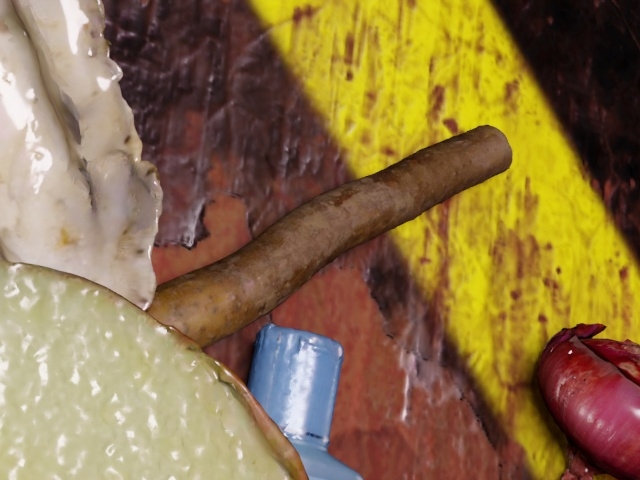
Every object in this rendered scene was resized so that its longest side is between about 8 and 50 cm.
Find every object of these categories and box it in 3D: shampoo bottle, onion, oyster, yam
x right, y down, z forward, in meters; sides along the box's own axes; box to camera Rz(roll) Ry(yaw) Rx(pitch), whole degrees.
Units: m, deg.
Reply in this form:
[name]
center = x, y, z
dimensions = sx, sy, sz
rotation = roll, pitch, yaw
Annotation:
[shampoo bottle]
center = -0.032, 0.175, 0.594
dimensions = 0.103, 0.061, 0.258
rotation = 18, 72, -23
[onion]
center = 0.194, 0.134, 0.730
dimensions = 0.150, 0.150, 0.140
rotation = 23, 102, -27
[oyster]
center = -0.189, -0.098, 0.520
dimensions = 0.341, 0.110, 0.166
rotation = 45, 67, -21
[yam]
center = 0.000, 0.000, 0.660
dimensions = 0.326, 0.045, 0.045
rotation = -28, 140, -34

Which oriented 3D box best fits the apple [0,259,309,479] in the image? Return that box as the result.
[apple]
center = -0.144, 0.144, 0.437
dimensions = 0.346, 0.254, 0.179
rotation = 11, 31, -34
